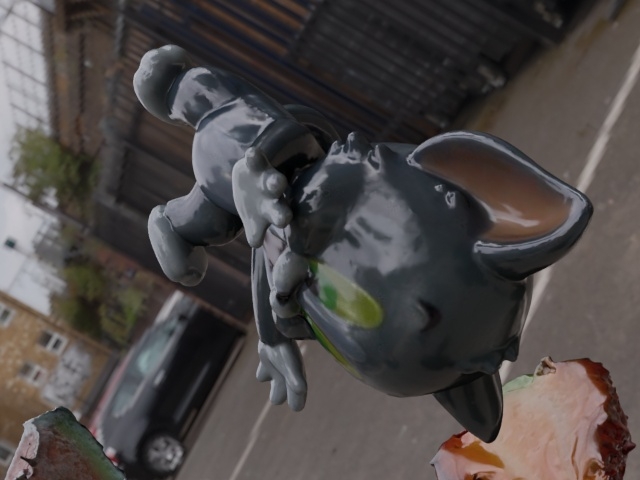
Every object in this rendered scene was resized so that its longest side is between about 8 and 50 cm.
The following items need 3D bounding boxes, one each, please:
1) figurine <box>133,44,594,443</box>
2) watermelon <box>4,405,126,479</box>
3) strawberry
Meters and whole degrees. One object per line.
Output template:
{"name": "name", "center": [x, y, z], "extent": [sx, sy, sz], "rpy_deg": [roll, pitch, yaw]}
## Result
{"name": "figurine", "center": [0.001, -0.003, 0.614], "extent": [0.265, 0.140, 0.193], "rpy_deg": [48, 144, 42]}
{"name": "watermelon", "center": [-0.141, 0.169, 0.580], "extent": [0.071, 0.187, 0.139], "rpy_deg": [-42, -32, 13]}
{"name": "strawberry", "center": [0.152, 0.150, 0.773], "extent": [0.140, 0.085, 0.192], "rpy_deg": [-48, 21, -23]}
